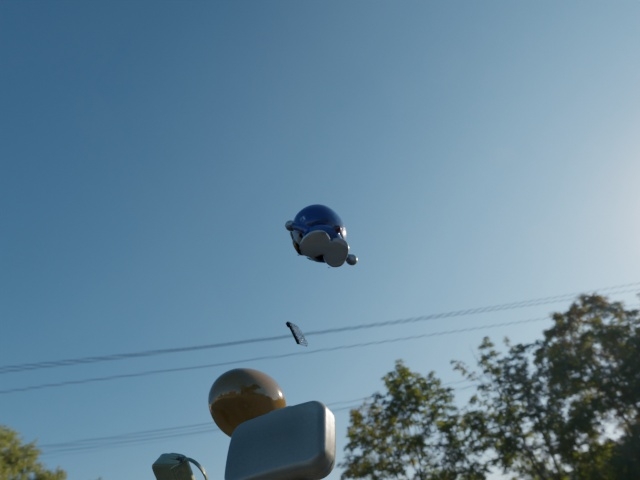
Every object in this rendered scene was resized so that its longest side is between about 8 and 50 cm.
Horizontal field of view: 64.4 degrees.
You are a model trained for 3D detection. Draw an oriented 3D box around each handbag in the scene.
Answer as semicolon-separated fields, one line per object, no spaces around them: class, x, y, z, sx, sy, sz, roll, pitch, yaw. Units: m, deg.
handbag;-0.508;0.921;1.928;0.219;0.079;0.256;-8;-74;22

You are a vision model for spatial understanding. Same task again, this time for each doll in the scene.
doll;0.000;0.000;1.400;0.215;0.257;0.161;35;-78;-11

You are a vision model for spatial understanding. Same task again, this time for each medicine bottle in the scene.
medicine bottle;-0.131;0.676;1.651;0.375;0.282;0.123;-24;-60;17

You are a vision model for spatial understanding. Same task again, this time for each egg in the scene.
egg;-0.318;0.712;2.205;0.301;0.301;0.374;-34;-49;29

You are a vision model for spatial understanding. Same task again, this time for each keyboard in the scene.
keyboard;-0.090;0.368;1.997;0.018;0.101;0.310;-30;-14;-3
